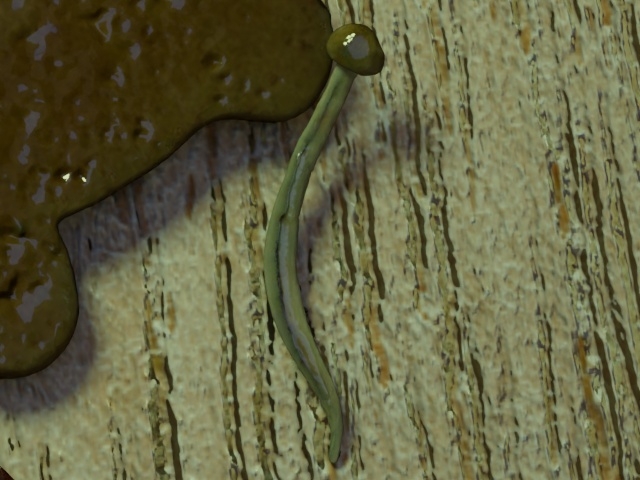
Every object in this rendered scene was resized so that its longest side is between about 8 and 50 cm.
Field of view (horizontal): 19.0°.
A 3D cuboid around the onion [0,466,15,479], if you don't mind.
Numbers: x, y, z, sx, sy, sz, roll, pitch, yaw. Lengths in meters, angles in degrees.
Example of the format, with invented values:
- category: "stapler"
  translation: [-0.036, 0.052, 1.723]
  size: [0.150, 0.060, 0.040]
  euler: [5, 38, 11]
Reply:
- category: "onion"
  translation: [-0.258, 0.188, 1.194]
  size: [0.184, 0.184, 0.147]
  euler: [7, 33, -12]

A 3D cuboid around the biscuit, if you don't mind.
- category: "biscuit"
  translation: [-0.222, -0.137, 1.291]
  size: [0.394, 0.076, 0.368]
  euler: [-46, 104, -17]

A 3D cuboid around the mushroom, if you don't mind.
- category: "mushroom"
  translation: [-0.002, 0.000, 1.334]
  size: [0.043, 0.068, 0.306]
  euler: [6, 92, -52]
